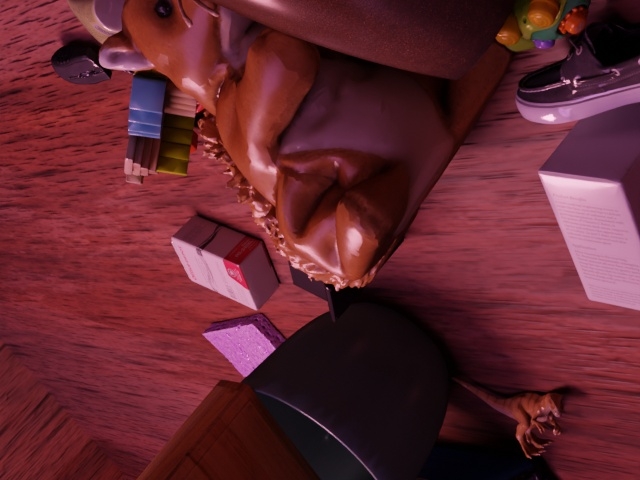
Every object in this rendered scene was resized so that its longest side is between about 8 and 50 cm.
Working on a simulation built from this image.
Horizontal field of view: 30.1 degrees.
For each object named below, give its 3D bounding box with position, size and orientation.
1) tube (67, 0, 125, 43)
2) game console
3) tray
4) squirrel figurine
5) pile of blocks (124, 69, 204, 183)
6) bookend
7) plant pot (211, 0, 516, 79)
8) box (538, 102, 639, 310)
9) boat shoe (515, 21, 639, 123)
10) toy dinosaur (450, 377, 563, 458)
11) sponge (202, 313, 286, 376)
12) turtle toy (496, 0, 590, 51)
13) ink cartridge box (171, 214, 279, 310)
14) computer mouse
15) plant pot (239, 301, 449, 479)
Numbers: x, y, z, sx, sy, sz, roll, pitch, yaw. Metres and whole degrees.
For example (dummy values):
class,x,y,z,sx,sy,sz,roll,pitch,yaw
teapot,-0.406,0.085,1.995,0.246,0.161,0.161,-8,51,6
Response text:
class,x,y,z,sx,sy,sz,roll,pitch,yaw
tube,-0.290,-0.300,1.576,0.240,0.062,0.070,-167,77,-69
game console,0.230,0.418,1.865,0.293,0.250,0.173,-7,100,55
tray,-0.071,0.414,1.680,0.076,0.203,0.411,2,134,49
squirrel figurine,-0.050,-0.136,1.271,0.370,0.281,0.397,34,157,6
pile of blocks,-0.192,-0.167,1.568,0.112,0.149,0.362,8,155,-6
bookend,0.000,0.000,1.547,0.156,0.157,0.072,25,149,27
plant pot,0.049,-0.243,1.026,0.230,0.215,0.215,30,155,-10
box,0.299,-0.037,1.132,0.091,0.130,0.170,12,140,45
boat shoe,0.259,-0.161,1.059,0.228,0.080,0.076,-2,129,51
toy dinosaur,0.282,0.238,1.662,0.211,0.064,0.112,-9,97,58
sponge,-0.123,0.190,2.125,0.117,0.031,0.210,49,152,-14
turtle toy,0.199,-0.210,1.066,0.066,0.095,0.130,27,159,-20
ink cartridge box,-0.152,0.034,1.897,0.150,0.063,0.109,22,147,34
computer mouse,-0.309,-0.242,1.708,0.242,0.041,0.071,11,151,43
plant pot,0.049,0.232,1.739,0.293,0.235,0.293,31,152,19
